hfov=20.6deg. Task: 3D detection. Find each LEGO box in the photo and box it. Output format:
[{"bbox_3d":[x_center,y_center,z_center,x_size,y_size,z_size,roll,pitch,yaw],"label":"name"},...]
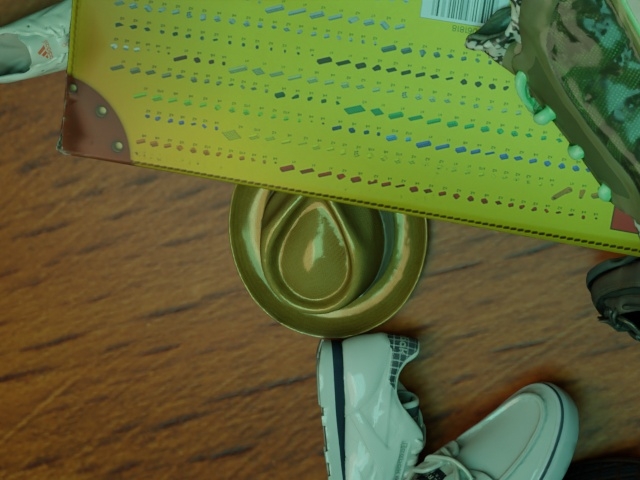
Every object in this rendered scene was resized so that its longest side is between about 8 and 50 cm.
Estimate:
[{"bbox_3d":[0.105,-0.152,1.299,0.500,0.372,0.193,11,108,9],"label":"LEGO box"}]

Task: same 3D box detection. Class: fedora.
[{"bbox_3d":[0.000,0.000,1.519,0.194,0.079,0.194,3,106,11],"label":"fedora"}]

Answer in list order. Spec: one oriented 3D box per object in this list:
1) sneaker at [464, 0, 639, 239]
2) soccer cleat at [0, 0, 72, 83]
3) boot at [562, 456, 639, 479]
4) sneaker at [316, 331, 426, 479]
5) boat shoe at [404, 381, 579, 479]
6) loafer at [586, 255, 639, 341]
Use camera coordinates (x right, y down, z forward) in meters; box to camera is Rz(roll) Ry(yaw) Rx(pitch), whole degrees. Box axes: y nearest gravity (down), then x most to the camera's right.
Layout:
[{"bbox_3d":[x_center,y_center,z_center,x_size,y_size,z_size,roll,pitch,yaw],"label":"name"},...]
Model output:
[{"bbox_3d":[0.181,-0.105,1.055,0.182,0.158,0.410,1,111,44],"label":"sneaker"},{"bbox_3d":[-0.219,-0.177,1.515,0.196,0.076,0.068,-19,101,16],"label":"soccer cleat"},{"bbox_3d":[0.219,0.267,1.558,0.219,0.082,0.106,-23,110,27],"label":"boot"},{"bbox_3d":[0.050,0.196,1.566,0.095,0.090,0.235,-6,109,-4],"label":"sneaker"},{"bbox_3d":[0.113,0.223,1.519,0.267,0.096,0.088,-47,133,7],"label":"boat shoe"},{"bbox_3d":[0.266,0.051,1.381,0.096,0.267,0.084,1,76,-2],"label":"loafer"}]
